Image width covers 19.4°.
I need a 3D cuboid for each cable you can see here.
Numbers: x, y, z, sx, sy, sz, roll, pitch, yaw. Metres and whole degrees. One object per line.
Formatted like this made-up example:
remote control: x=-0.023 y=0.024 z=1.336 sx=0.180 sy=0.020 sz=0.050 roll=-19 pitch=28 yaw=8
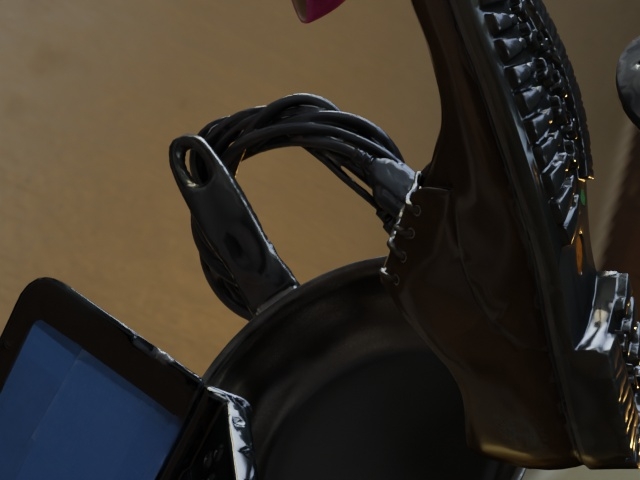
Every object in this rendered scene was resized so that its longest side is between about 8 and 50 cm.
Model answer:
cable: x=0.000 y=0.000 z=1.072 sx=0.150 sy=0.184 sz=0.047 roll=-50 pitch=-176 yaw=37

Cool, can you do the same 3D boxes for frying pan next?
frying pan: x=-0.023 y=0.074 z=0.930 sx=0.326 sy=0.053 sz=0.197 roll=26 pitch=-109 yaw=45

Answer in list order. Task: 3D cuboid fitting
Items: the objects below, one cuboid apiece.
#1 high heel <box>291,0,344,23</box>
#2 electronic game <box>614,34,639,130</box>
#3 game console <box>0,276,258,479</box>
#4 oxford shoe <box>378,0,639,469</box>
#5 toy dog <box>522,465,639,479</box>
high heel: x=-0.044 y=-0.310 z=1.649 sx=0.117 sy=0.244 sz=0.082 roll=-49 pitch=-148 yaw=-12
electronic game: x=0.370 y=-0.124 z=1.634 sx=0.229 sy=0.229 sz=0.048 roll=49 pitch=-36 yaw=39
game console: x=-0.074 y=0.092 z=0.531 sx=0.122 sy=0.071 sz=0.107 roll=-63 pitch=-164 yaw=19
oxford shoe: x=0.059 y=-0.010 z=0.720 sx=0.096 sy=0.083 sz=0.227 roll=-7 pitch=-72 yaw=23
toy dog: x=0.194 y=0.298 z=1.398 sx=0.395 sy=0.408 sz=0.284 roll=44 pitch=-109 yaw=8
